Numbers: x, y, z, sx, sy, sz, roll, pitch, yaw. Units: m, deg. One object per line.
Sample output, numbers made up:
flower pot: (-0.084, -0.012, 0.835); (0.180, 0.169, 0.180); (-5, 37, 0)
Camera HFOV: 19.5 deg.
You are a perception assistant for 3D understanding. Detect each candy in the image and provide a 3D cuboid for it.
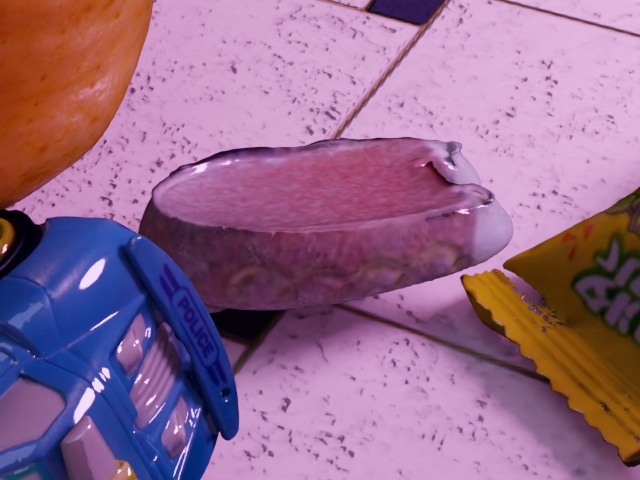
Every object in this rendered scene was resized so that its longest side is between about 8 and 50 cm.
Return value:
candy: (0.242, -0.004, 1.122); (0.297, 0.081, 0.187); (-35, 44, -12)

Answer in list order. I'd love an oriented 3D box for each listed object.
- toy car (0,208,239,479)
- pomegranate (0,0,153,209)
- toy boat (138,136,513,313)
toy car: (-0.162, 0.130, 0.937); (0.166, 0.198, 0.314); (3, 40, 37)
pomegranate: (-0.267, -0.203, 1.213); (0.410, 0.410, 0.410); (-4, 43, 3)
toy boat: (0.000, 0.000, 1.163); (0.227, 0.085, 0.155); (-6, 26, -9)
